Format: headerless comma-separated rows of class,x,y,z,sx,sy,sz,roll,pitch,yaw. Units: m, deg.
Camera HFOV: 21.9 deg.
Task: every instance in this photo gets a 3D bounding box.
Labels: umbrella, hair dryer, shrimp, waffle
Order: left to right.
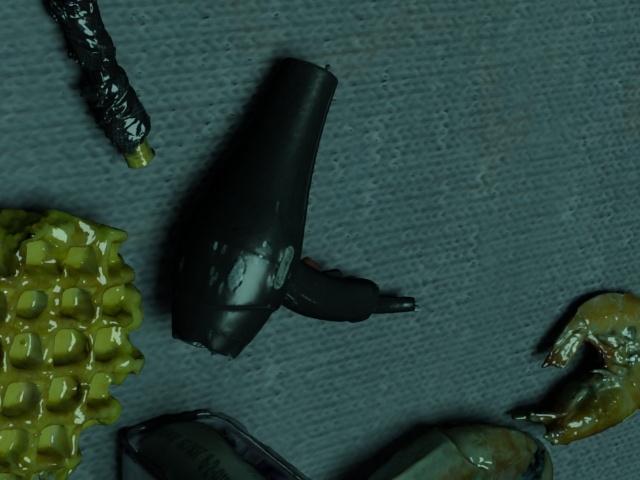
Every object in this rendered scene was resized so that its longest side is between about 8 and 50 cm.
waffle,-0.229,0.079,1.149,0.253,0.056,0.249,-53,136,-11
umbrella,-0.150,-0.112,1.147,0.040,0.037,0.144,-43,128,-32
hair dryer,0.000,0.000,1.309,0.271,0.091,0.236,30,79,-54
shrimp,0.076,0.285,1.478,0.360,0.085,0.247,-17,125,-35
shrimp,0.254,0.121,1.564,0.187,0.051,0.132,-34,108,-28

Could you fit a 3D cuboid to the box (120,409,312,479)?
box,-0.078,0.329,1.299,0.112,0.190,0.370,-11,117,-35
